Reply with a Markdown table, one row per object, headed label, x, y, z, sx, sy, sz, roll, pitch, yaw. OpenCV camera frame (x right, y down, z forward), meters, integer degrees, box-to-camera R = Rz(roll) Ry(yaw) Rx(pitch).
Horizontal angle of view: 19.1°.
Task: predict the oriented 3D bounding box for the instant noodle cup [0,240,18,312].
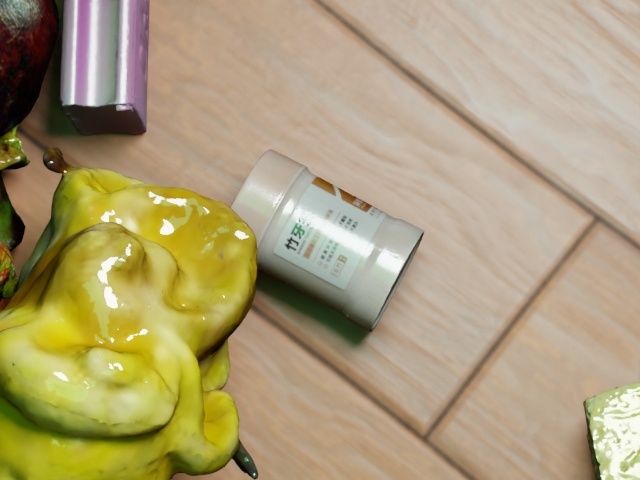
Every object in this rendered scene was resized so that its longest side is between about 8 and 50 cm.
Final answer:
| label | x | y | z | sx | sy | sz | roll | pitch | yaw |
| --- | --- | --- | --- | --- | --- | --- | --- | --- | --- |
| instant noodle cup | -0.384 | 0.089 | 1.529 | 0.190 | 0.251 | 0.251 | 18 | 82 | 14 |

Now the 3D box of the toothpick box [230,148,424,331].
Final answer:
| label | x | y | z | sx | sy | sz | roll | pitch | yaw |
| --- | --- | --- | --- | --- | --- | --- | --- | --- | --- |
| toothpick box | 0.000 | 0.000 | 1.592 | 0.149 | 0.098 | 0.098 | 28 | 83 | 5 |

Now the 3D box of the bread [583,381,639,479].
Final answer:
| label | x | y | z | sx | sy | sz | roll | pitch | yaw |
| --- | --- | --- | --- | --- | --- | --- | --- | --- | --- |
| bread | 0.293 | 0.208 | 1.547 | 0.138 | 0.102 | 0.196 | -10 | 78 | -2 |

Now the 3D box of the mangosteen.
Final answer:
| label | x | y | z | sx | sy | sz | roll | pitch | yaw |
| --- | --- | --- | --- | --- | --- | --- | --- | --- | --- |
| mangosteen | -0.309 | -0.126 | 1.580 | 0.231 | 0.231 | 0.289 | -32 | 110 | -3 |

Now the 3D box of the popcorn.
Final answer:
| label | x | y | z | sx | sy | sz | roll | pitch | yaw |
| --- | --- | --- | --- | --- | --- | --- | --- | --- | --- |
| popcorn | -0.163 | 0.101 | 1.484 | 0.281 | 0.297 | 0.316 | 35 | 86 | -6 |

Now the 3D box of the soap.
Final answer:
| label | x | y | z | sx | sy | sz | roll | pitch | yaw |
| --- | --- | --- | --- | --- | --- | --- | --- | --- | --- |
| soap | -0.181 | -0.198 | 1.619 | 0.065 | 0.122 | 0.203 | 1 | 81 | 1 |
